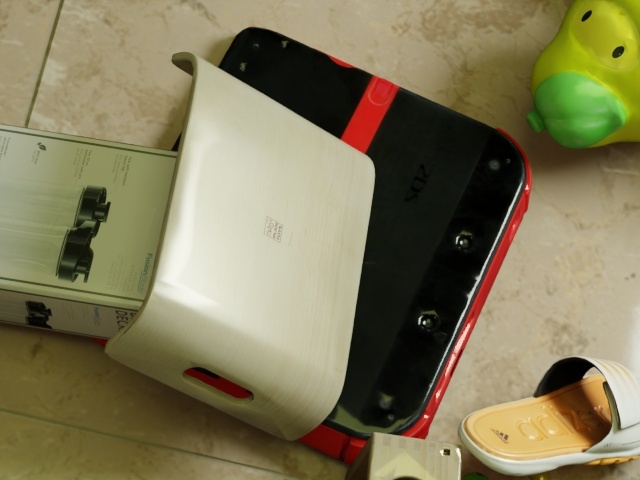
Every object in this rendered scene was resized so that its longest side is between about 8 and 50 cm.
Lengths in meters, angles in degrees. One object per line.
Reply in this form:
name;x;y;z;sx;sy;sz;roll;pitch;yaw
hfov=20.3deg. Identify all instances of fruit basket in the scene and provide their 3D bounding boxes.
fruit basket;0.375;-0.235;1.783;0.392;0.283;0.392;11;41;-10

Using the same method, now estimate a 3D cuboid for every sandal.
sandal;0.235;0.153;1.633;0.265;0.076;0.102;-8;44;-47

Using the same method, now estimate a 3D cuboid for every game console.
game console;0.000;0.000;1.738;0.342;0.060;0.387;23;62;7

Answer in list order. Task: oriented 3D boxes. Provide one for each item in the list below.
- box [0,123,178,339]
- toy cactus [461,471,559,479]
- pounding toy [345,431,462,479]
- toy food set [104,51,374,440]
box;-0.272;-0.012;1.640;0.289;0.087;0.169;8;62;2
toy cactus;0.196;0.309;1.611;0.219;0.112;0.180;42;74;0
pounding toy;0.074;0.279;1.546;0.094;0.181;0.206;9;64;-7
toy food set;-0.073;0.002;1.614;0.219;0.092;0.306;29;55;-33
